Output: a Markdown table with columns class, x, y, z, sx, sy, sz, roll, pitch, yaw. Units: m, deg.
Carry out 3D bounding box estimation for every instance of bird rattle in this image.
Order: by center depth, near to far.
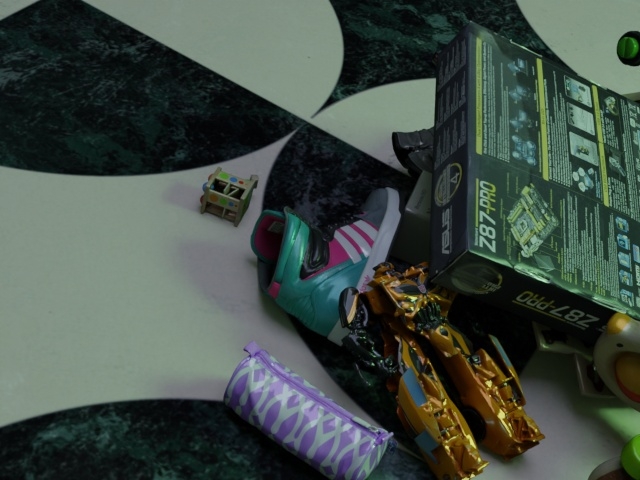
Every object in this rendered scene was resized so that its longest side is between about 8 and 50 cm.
| class | x | y | z | sx | sy | sz | roll | pitch | yaw |
| --- | --- | --- | --- | --- | --- | --- | --- | --- | --- |
| bird rattle | 0.439 | 0.176 | 1.484 | 0.207 | 0.253 | 0.143 | 31 | 70 | 25 |

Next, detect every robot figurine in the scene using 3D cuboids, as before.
| class | x | y | z | sx | sy | sz | roll | pitch | yaw |
| --- | --- | --- | --- | --- | --- | --- | --- | --- | --- |
| robot figurine | 0.148 | 0.148 | 1.474 | 0.211 | 0.085 | 0.291 | -17 | 72 | -37 |

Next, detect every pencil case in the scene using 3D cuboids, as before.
| class | x | y | z | sx | sy | sz | roll | pitch | yaw |
| --- | --- | --- | --- | --- | --- | --- | --- | --- | --- |
| pencil case | -0.015 | 0.208 | 1.397 | 0.206 | 0.088 | 0.086 | 30 | 39 | 15 |

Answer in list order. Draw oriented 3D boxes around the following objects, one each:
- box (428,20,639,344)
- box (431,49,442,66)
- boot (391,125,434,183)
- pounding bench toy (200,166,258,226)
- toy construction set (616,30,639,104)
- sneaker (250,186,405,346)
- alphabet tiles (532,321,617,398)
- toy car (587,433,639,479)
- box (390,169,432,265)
| class | x | y | z | sx | sy | sz | roll | pitch | yaw |
| --- | --- | --- | --- | --- | --- | --- | --- | --- | --- |
| box | 0.304 | -0.073 | 1.597 | 0.318 | 0.097 | 0.395 | 22 | 51 | -22 |
| box | 0.274 | -0.295 | 2.132 | 0.094 | 0.027 | 0.137 | -10 | 47 | -31 |
| boot | 0.222 | -0.103 | 1.793 | 0.161 | 0.083 | 0.246 | -24 | 46 | -19 |
| pounding bench toy | -0.131 | -0.073 | 1.706 | 0.065 | 0.052 | 0.083 | 21 | 39 | 4 |
| toy construction set | 0.605 | -0.191 | 2.015 | 0.237 | 0.257 | 0.309 | -2 | 63 | -40 |
| sneaker | 0.000 | 0.000 | 1.624 | 0.178 | 0.124 | 0.295 | 28 | 41 | -3 |
| alphabet tiles | 0.418 | 0.087 | 1.649 | 0.342 | 0.011 | 0.285 | 9 | 60 | -29 |
| toy car | 0.397 | 0.337 | 1.361 | 0.149 | 0.155 | 0.188 | 1 | 52 | -19 |
| box | 0.248 | 0.009 | 1.718 | 0.275 | 0.094 | 0.113 | 22 | 41 | 4 |
